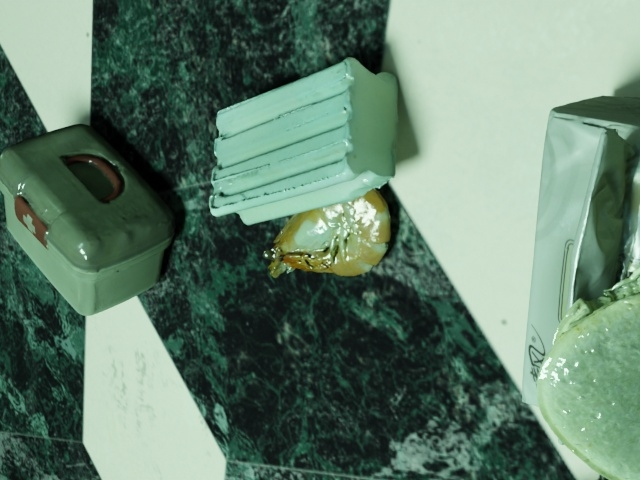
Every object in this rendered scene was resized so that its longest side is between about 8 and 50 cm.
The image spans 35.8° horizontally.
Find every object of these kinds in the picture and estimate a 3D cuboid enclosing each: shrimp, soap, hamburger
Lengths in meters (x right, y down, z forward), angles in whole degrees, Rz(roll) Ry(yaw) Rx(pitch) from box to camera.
[{"bbox_3d":[0.000,0.000,0.970,0.184,0.043,0.091,-24,89,45],"label":"shrimp"},{"bbox_3d":[-0.019,-0.087,0.924,0.198,0.063,0.115,-11,71,47],"label":"soap"},{"bbox_3d":[0.209,0.084,0.614,0.133,0.062,0.140,44,113,-3],"label":"hamburger"}]

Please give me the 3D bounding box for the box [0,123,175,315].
[{"bbox_3d":[-0.278,-0.027,1.168,0.210,0.148,0.129,43,141,27],"label":"box"}]

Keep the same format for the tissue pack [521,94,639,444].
[{"bbox_3d":[0.222,0.028,0.684,0.159,0.145,0.230,18,115,40],"label":"tissue pack"}]
